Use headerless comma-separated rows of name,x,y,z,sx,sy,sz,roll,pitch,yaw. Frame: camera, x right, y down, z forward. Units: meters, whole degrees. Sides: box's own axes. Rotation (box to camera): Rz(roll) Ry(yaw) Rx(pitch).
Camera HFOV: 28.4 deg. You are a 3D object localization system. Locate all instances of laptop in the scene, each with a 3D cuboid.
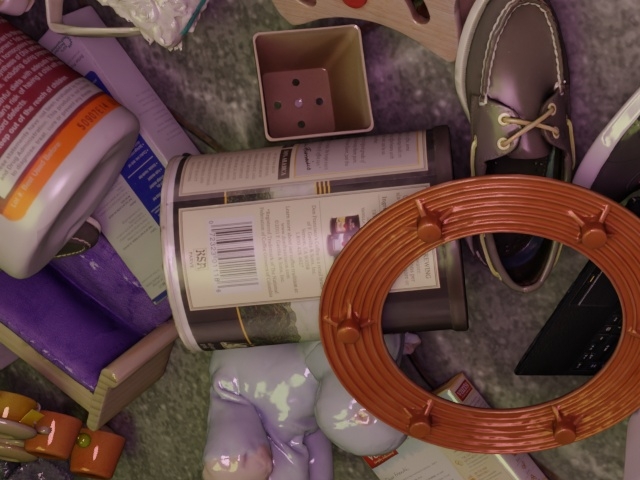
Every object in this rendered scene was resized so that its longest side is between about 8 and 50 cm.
laptop,0.358,0.093,1.161,0.234,0.264,0.137,-64,35,37

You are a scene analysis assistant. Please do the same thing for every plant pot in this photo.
plant pot,-0.015,-0.149,1.288,0.096,0.109,0.109,142,121,-78

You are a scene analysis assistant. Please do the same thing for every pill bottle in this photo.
pill bottle,-0.413,-0.157,1.370,0.392,0.224,0.224,37,130,-1

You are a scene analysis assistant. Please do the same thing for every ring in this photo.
ring,0.164,0.084,1.148,0.336,0.032,0.337,3,127,4

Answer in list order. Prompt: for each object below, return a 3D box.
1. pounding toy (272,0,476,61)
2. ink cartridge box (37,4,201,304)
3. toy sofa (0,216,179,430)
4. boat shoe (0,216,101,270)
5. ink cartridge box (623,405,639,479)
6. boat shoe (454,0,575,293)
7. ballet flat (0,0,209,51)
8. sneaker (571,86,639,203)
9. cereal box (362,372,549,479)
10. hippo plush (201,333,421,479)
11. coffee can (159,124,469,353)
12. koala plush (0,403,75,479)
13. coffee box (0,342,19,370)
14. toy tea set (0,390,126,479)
pounding toy,0.016,-0.245,1.186,0.269,0.155,0.154,30,141,9
ink cartridge box,-0.235,-0.098,1.509,0.165,0.065,0.333,-34,92,40
toy sofa,-0.355,0.054,1.613,0.362,0.150,0.177,35,130,14
boat shoe,-0.434,0.005,1.508,0.335,0.096,0.112,6,160,-3
ink cartridge box,0.439,0.225,1.144,0.272,0.114,0.197,35,131,-9
boat shoe,0.188,-0.094,1.182,0.109,0.091,0.305,-9,121,-10
ballet flat,-0.300,-0.298,1.380,0.408,0.147,0.147,19,123,25
sneaker,0.340,-0.087,1.099,0.147,0.104,0.296,45,126,13
cereal box,0.171,0.285,1.448,0.240,0.047,0.173,52,130,0
hippo plush,0.007,0.166,1.432,0.236,0.234,0.294,-22,58,22
coffee can,0.000,0.000,1.246,0.275,0.201,0.202,-5,113,7
koala plush,-0.471,0.328,1.844,0.221,0.203,0.196,-23,91,61
coffee box,-0.705,0.151,1.774,0.334,0.338,0.338,-31,94,41
toy tea set,-0.386,0.217,1.655,0.200,0.124,0.336,2,159,21
